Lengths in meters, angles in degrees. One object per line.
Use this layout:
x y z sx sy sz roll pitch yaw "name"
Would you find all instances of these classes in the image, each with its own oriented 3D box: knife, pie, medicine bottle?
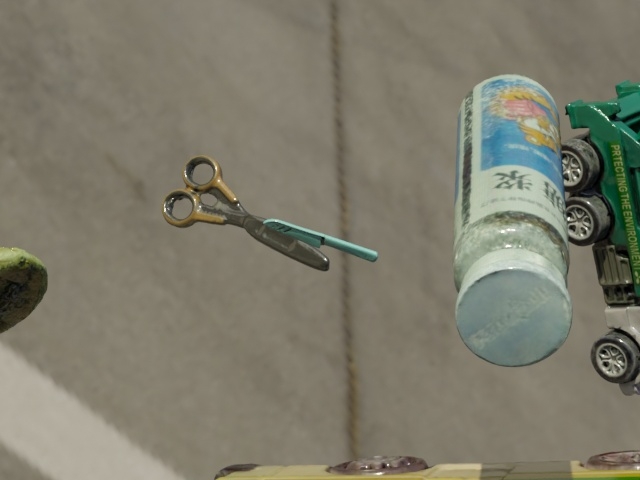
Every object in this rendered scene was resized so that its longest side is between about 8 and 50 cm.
0.000 0.000 1.442 0.091 0.014 0.005 19 41 -2 "knife"
-0.218 0.037 1.268 0.084 0.084 0.021 27 27 -49 "pie"
0.083 -0.014 0.835 0.051 0.051 0.191 49 22 -20 "medicine bottle"

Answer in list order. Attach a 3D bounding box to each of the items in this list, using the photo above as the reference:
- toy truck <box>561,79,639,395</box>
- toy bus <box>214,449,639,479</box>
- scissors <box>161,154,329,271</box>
0.245 -0.003 1.326 0.110 0.116 0.216 -22 103 -47 "toy truck"
0.072 0.192 0.980 0.179 0.305 0.143 -12 99 -74 "toy bus"
-0.077 -0.018 2.093 0.220 0.088 0.017 28 -7 28 "scissors"
